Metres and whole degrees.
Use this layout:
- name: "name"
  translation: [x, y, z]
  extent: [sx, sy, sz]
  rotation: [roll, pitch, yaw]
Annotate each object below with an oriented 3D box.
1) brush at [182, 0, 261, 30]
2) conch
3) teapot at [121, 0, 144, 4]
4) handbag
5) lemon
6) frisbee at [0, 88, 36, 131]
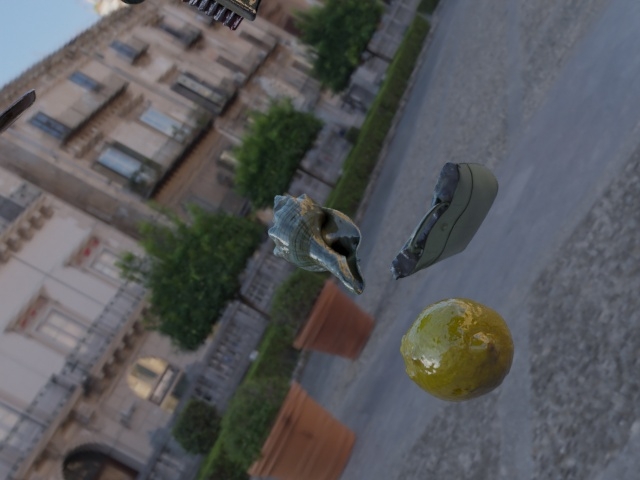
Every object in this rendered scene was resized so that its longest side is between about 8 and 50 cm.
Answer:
- name: "brush"
  translation: [-0.210, -0.332, 0.949]
  extent: [0.050, 0.321, 0.060]
  rotation: [-38, 30, 45]
- name: "conch"
  translation: [0.000, 0.006, 2.092]
  extent: [0.203, 0.386, 0.169]
  rotation: [-33, -26, -15]
- name: "teapot"
  translation: [-0.348, -0.560, 1.567]
  extent: [0.183, 0.173, 0.269]
  rotation: [-22, -51, -50]
- name: "handbag"
  translation: [0.212, -0.047, 1.612]
  extent: [0.315, 0.109, 0.241]
  rotation: [-13, -47, -60]
- name: "lemon"
  translation: [0.296, 0.236, 1.880]
  extent: [0.233, 0.234, 0.288]
  rotation: [-62, 9, -14]
- name: "frisbee"
  translation: [-0.544, -0.151, 1.385]
  extent: [0.251, 0.021, 0.251]
  rotation: [-37, 19, 15]
